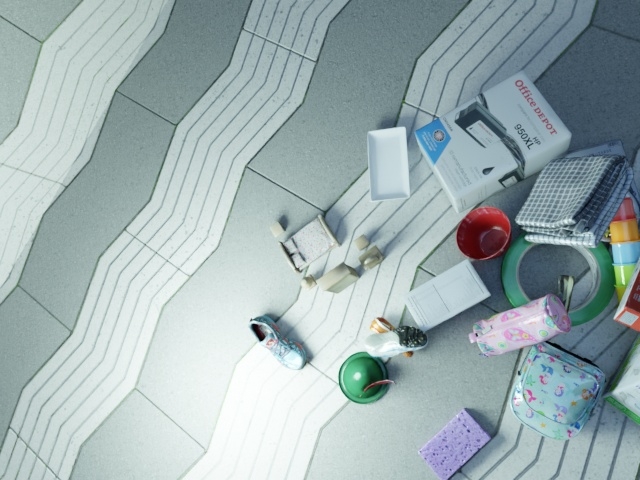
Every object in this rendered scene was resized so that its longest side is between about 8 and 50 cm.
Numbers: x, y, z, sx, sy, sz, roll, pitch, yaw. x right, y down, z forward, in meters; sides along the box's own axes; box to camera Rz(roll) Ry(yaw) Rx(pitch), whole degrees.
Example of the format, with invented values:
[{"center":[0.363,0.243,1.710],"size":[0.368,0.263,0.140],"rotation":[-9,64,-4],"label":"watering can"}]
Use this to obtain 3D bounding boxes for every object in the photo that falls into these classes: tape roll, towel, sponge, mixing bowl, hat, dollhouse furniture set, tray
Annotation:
[{"center":[0.736,0.110,1.500],"size":[0.320,0.077,0.322],"rotation":[-3,81,17],"label":"tape roll"},{"center":[0.733,-0.124,1.405],"size":[0.121,0.235,0.284],"rotation":[42,77,-24],"label":"towel"},{"center":[0.427,0.653,1.531],"size":[0.210,0.031,0.117],"rotation":[-46,71,6],"label":"sponge"},{"center":[0.544,-0.009,1.554],"size":[0.181,0.098,0.182],"rotation":[-22,56,36],"label":"mixing bowl"},{"center":[0.131,0.454,1.577],"size":[0.208,0.183,0.173],"rotation":[-39,72,8],"label":"hat"},{"center":[0.000,0.000,1.700],"size":[0.303,0.174,0.356],"rotation":[-35,73,9],"label":"dollhouse furniture set"},{"center":[0.249,-0.275,1.743],"size":[0.145,0.030,0.271],"rotation":[-5,80,18],"label":"tray"}]

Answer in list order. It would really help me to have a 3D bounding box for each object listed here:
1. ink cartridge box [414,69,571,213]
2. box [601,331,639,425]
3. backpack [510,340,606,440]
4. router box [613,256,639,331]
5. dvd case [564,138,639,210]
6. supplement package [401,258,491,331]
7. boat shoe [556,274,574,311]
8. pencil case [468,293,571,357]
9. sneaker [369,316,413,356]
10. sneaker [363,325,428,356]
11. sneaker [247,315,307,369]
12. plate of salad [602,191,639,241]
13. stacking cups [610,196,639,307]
[{"center":[0.555,-0.319,1.571],"size":[0.394,0.166,0.286],"rotation":[-29,68,11],"label":"ink cartridge box"},{"center":[0.915,0.335,1.280],"size":[0.126,0.231,0.262],"rotation":[38,68,19],"label":"box"},{"center":[0.685,0.448,1.407],"size":[0.225,0.191,0.254],"rotation":[27,98,28],"label":"backpack"},{"center":[0.969,0.125,1.214],"size":[0.301,0.082,0.336],"rotation":[26,65,25],"label":"router box"},{"center":[0.892,-0.189,1.525],"size":[0.179,0.029,0.239],"rotation":[-13,77,15],"label":"dvd case"},{"center":[0.408,0.183,1.561],"size":[0.244,0.134,0.139],"rotation":[-31,73,10],"label":"supplement package"},{"center":[0.720,0.177,1.430],"size":[0.049,0.056,0.152],"rotation":[13,82,30],"label":"boat shoe"},{"center":[0.592,0.259,1.435],"size":[0.284,0.124,0.124],"rotation":[-34,70,42],"label":"pencil case"},{"center":[0.244,0.336,1.636],"size":[0.175,0.064,0.067],"rotation":[42,117,23],"label":"sneaker"},{"center":[0.250,0.333,1.546],"size":[0.237,0.086,0.085],"rotation":[-18,38,41],"label":"sneaker"},{"center":[-0.166,0.375,1.715],"size":[0.261,0.125,0.104],"rotation":[37,94,20],"label":"sneaker"},{"center":[0.872,-0.095,1.457],"size":[0.199,0.048,0.200],"rotation":[-1,73,3],"label":"plate of salad"},{"center":[0.884,0.036,1.385],"size":[0.095,0.096,0.317],"rotation":[-8,85,16],"label":"stacking cups"}]
